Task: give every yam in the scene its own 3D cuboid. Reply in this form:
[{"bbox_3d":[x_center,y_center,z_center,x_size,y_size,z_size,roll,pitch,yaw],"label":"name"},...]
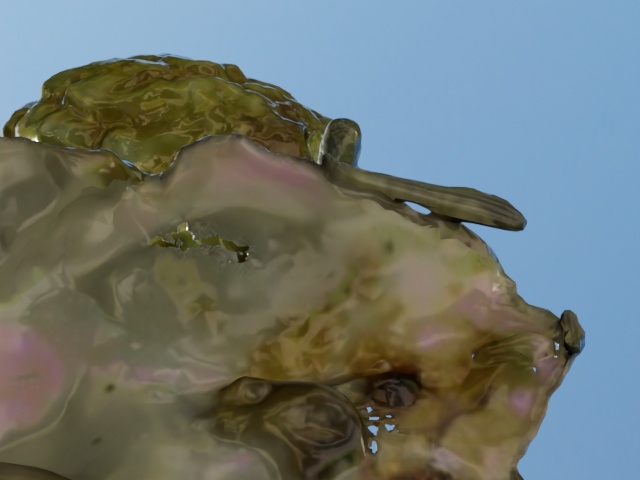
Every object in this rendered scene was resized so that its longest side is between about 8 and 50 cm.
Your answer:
[{"bbox_3d":[0.000,0.000,0.792,0.021,0.116,0.021,10,-157,-4],"label":"yam"}]

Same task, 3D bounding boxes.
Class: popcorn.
[{"bbox_3d":[-0.096,0.011,1.124,0.282,0.282,0.247,-30,-166,-27],"label":"popcorn"}]

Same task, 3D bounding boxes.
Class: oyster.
[{"bbox_3d":[-0.108,0.047,0.438,0.355,0.107,0.201,10,-132,-16],"label":"oyster"}]
